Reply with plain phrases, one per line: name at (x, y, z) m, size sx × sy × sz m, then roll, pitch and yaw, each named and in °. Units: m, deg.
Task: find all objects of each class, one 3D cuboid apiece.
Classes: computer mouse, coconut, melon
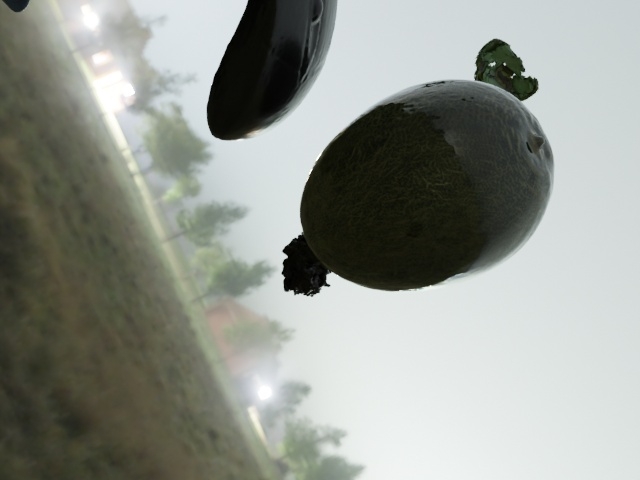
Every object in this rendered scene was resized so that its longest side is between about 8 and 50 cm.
computer mouse at (-0.048, -0.228, 1.320) m, size 0.086 × 0.269 × 0.137 m, roll 35°, pitch 22°, yaw 23°
coconut at (0.401, -0.372, 2.379) m, size 0.158 × 0.133 × 0.055 m, roll 60°, pitch 0°, yaw -14°
melon at (0.125, -0.060, 1.300) m, size 0.248 × 0.329 × 0.248 m, roll 36°, pitch 41°, yaw -38°

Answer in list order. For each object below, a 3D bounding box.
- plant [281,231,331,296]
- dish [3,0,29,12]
plant at (0.000, 0.000, 1.495) m, size 0.087 × 0.174 × 0.085 m, roll 29°, pitch 0°, yaw -11°
dish at (-0.401, -0.378, 1.221) m, size 0.236 × 0.228 × 0.086 m, roll 35°, pitch 9°, yaw -21°
